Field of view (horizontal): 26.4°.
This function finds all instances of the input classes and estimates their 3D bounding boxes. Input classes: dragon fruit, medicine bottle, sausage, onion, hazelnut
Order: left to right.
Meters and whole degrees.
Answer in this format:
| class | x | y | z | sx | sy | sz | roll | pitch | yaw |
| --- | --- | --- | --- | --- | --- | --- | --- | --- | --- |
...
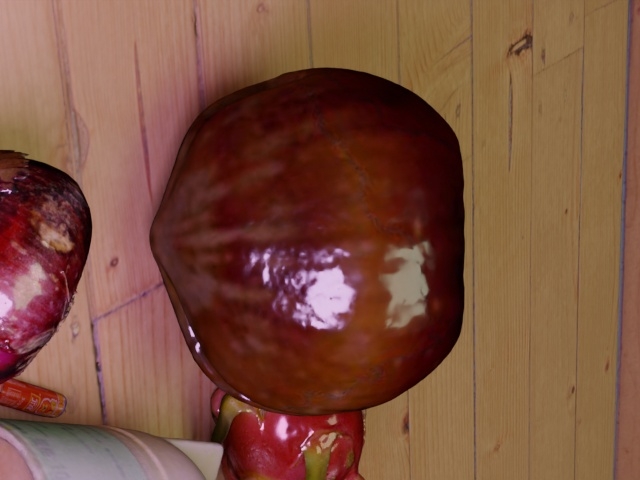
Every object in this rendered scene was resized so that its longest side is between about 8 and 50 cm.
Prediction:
| class | x | y | z | sx | sy | sz | roll | pitch | yaw |
| --- | --- | --- | --- | --- | --- | --- | --- | --- | --- |
| onion | -0.327 | 0.027 | 1.314 | 0.190 | 0.246 | 0.246 | 36 | 66 | -27 |
| sausage | -0.328 | 0.177 | 1.534 | 0.129 | 0.034 | 0.034 | 33 | 71 | -56 |
| medicine bottle | -0.253 | 0.320 | 1.502 | 0.406 | 0.236 | 0.235 | 19 | 83 | -58 |
| dragon fruit | -0.043 | 0.268 | 1.867 | 0.224 | 0.224 | 0.227 | -24 | 123 | -54 |
| hazelnut | 0.000 | 0.000 | 1.714 | 0.402 | 0.402 | 0.429 | -11 | 100 | -57 |
